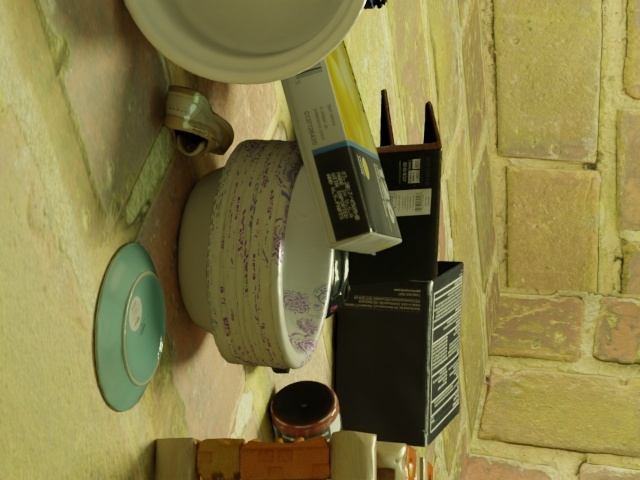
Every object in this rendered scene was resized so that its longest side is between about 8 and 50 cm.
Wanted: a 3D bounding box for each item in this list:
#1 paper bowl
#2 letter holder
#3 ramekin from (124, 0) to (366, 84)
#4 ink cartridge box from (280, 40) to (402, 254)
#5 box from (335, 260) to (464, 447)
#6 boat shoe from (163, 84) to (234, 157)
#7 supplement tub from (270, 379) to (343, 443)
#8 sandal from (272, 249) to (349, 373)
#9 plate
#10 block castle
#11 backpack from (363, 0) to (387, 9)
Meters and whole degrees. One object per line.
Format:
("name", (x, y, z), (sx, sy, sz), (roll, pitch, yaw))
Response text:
("paper bowl", (-0.082, 0.015, 1.859), (0.284, 0.148, 0.284), (2, 90, -76))
("letter holder", (0.106, -0.108, 2.419), (0.302, 0.152, 0.214), (88, -3, -47))
("ramekin", (-0.072, -0.310, 1.609), (0.135, 0.277, 0.277), (-51, 142, -79))
("ink cartridge box", (0.026, -0.136, 1.851), (0.307, 0.072, 0.304), (5, 67, -76))
("box", (0.144, 0.194, 2.693), (0.296, 0.182, 0.294), (-18, 109, -73))
("boat shoe", (-0.149, -0.128, 1.762), (0.170, 0.063, 0.059), (48, 58, -68))
("supplement tub", (-0.013, 0.314, 2.266), (0.106, 0.106, 0.198), (-71, 158, -48))
("sandal", (0.000, -0.003, 2.214), (0.167, 0.107, 0.446), (86, 13, -52))
("plate", (-0.203, 0.097, 1.653), (0.188, 0.024, 0.188), (4, 90, -75))
("block castle", (-0.019, 0.378, 1.881), (0.453, 0.303, 0.213), (51, 38, -69))
("backpack", (0.050, -0.468, 2.333), (0.173, 0.117, 0.158), (77, 22, -49))
